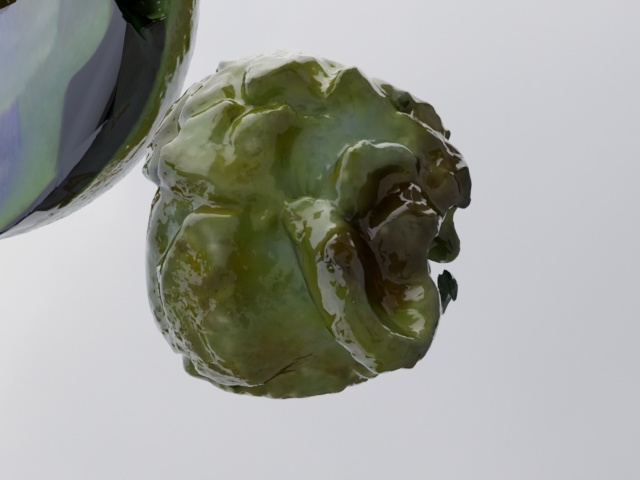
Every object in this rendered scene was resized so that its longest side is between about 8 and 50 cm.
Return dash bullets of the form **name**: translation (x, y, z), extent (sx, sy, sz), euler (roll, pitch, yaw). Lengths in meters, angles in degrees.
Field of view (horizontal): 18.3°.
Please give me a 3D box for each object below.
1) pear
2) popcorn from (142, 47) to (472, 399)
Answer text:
- **pear**: translation (-0.234, -0.178, 1.708), extent (0.165, 0.399, 0.398), euler (15, -79, -49)
- **popcorn**: translation (0.000, 0.000, 1.016), extent (0.198, 0.212, 0.198), euler (-7, -76, -30)
